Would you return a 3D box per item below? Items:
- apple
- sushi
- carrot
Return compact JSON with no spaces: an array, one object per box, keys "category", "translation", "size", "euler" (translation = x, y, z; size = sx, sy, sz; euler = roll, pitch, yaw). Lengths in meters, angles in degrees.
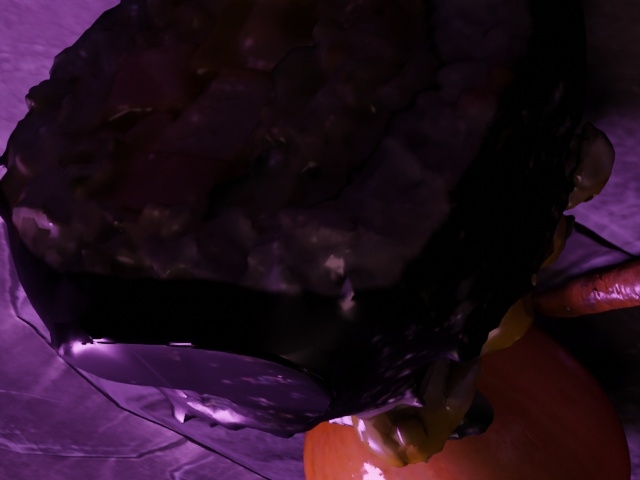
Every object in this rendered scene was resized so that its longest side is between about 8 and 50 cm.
[{"category":"apple","translation":[0.105,0.167,1.469],"size":[0.242,0.242,0.241],"euler":[-16,121,47]},{"category":"sushi","translation":[0.000,0.000,1.158],"size":[0.328,0.328,0.285],"euler":[1,140,22]},{"category":"carrot","translation":[0.208,0.037,1.380],"size":[0.036,0.035,0.165],"euler":[36,149,-27]}]
